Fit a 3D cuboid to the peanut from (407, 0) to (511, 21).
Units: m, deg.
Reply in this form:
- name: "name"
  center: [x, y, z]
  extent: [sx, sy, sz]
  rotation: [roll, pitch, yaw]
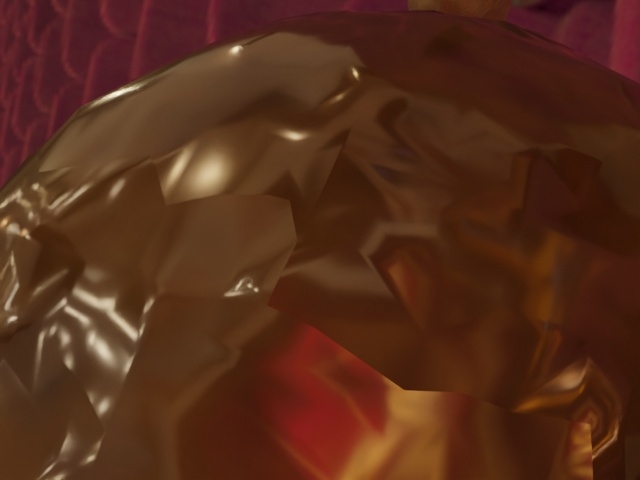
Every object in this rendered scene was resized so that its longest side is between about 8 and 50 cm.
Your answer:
- name: "peanut"
  center: [0.096, -0.181, 0.908]
  extent: [0.152, 0.076, 0.076]
  rotation: [45, -127, -78]

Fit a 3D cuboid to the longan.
- name: "longan"
  center: [0.026, 0.099, 0.515]
  extent: [0.391, 0.391, 0.391]
  rotation: [-169, 90, -74]
